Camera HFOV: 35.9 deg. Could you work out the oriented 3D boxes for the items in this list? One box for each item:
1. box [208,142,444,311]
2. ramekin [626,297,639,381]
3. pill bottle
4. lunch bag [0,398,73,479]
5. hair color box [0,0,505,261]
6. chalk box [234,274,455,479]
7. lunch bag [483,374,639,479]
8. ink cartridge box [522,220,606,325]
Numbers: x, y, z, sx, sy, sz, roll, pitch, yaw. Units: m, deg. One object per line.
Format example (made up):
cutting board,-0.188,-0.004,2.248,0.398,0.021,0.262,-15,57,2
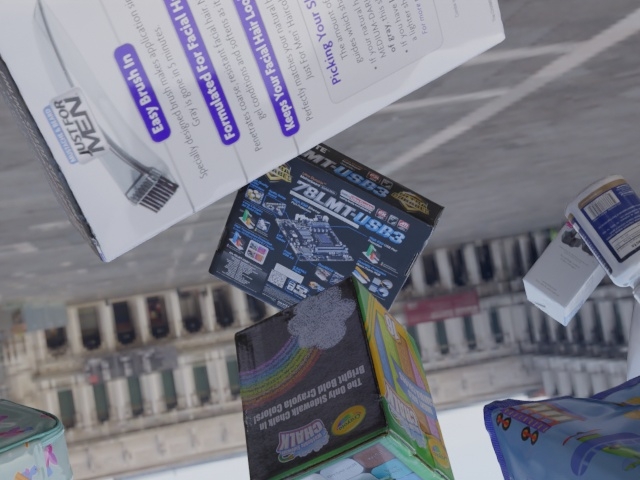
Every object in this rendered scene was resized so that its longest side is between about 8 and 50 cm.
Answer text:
box,0.000,0.000,1.536,0.295,0.293,0.073,27,-142,4
ramekin,0.440,0.074,1.112,0.127,0.273,0.273,11,-173,27
pill bottle,0.293,0.001,0.942,0.067,0.120,0.067,-26,158,-11
lunch bag,-0.482,0.295,1.259,0.224,0.108,0.279,9,-161,41
hair color box,-0.050,-0.155,0.675,0.339,0.185,0.110,-31,-147,-18
chalk box,0.022,0.165,0.839,0.132,0.213,0.132,-27,136,17
lunch bag,0.202,0.237,0.506,0.138,0.293,0.221,-7,-174,-17
ink cartridge box,0.319,0.004,1.168,0.181,0.061,0.104,-51,159,-5
